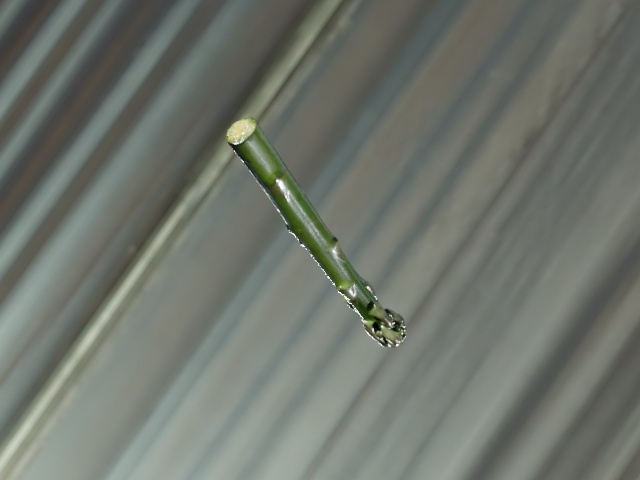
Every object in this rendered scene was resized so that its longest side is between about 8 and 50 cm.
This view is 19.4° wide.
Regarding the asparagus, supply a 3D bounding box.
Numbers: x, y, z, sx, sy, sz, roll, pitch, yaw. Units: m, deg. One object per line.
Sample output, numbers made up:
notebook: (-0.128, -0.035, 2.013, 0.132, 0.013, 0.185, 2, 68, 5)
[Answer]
asparagus: (0.000, 0.000, 0.728, 0.018, 0.015, 0.127, 32, 163, 52)
